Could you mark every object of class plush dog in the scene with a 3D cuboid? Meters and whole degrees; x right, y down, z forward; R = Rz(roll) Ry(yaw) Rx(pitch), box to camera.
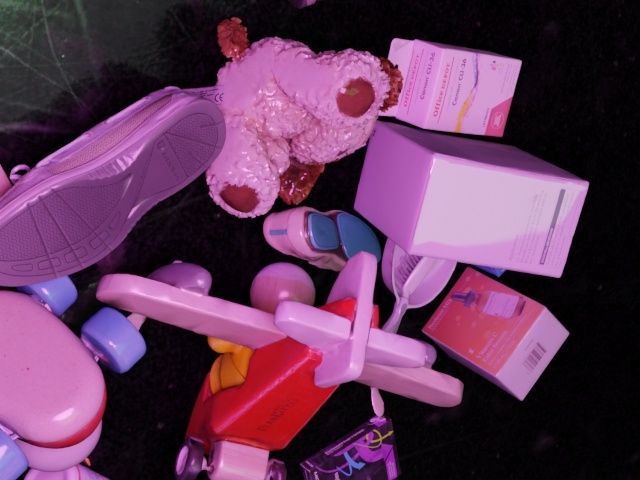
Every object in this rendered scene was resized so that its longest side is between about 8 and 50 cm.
[{"bbox_3d":[-0.021,-0.161,1.374,0.262,0.210,0.225,-41,150,20],"label":"plush dog"}]

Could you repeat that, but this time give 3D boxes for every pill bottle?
[{"bbox_3d":[-0.296,0.336,1.400,0.087,0.087,0.160,-52,137,-8],"label":"pill bottle"}]

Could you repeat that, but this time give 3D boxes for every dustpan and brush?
[{"bbox_3d":[0.128,0.066,1.632,0.147,0.060,0.211,37,84,-41],"label":"dustpan and brush"}]

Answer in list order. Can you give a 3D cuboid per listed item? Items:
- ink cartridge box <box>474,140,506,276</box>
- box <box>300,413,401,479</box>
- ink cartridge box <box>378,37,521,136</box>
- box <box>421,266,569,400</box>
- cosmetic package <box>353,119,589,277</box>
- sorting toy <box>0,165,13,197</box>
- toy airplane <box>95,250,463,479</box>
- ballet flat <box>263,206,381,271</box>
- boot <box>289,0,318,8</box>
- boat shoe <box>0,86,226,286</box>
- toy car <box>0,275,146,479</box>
[{"bbox_3d":[0.260,-0.048,1.685,0.104,0.061,0.181,-41,128,-17],"label":"ink cartridge box"},{"bbox_3d":[0.049,0.354,1.715,0.162,0.029,0.116,-27,123,-25],"label":"box"},{"bbox_3d":[0.179,-0.213,1.549,0.198,0.067,0.115,0,109,-37],"label":"ink cartridge box"},{"bbox_3d":[0.266,0.140,1.697,0.130,0.170,0.091,-54,132,-6],"label":"box"},{"bbox_3d":[0.192,-0.058,1.482,0.224,0.224,0.138,10,103,-19],"label":"cosmetic package"},{"bbox_3d":[-0.429,-0.037,1.181,0.193,0.038,0.208,-36,131,-21],"label":"sorting toy"},{"bbox_3d":[-0.039,0.124,1.378,0.384,0.272,0.386,-12,137,11],"label":"toy airplane"},{"bbox_3d":[0.000,0.000,1.488,0.086,0.086,0.248,-64,153,3],"label":"ballet flat"},{"bbox_3d":[0.051,-0.397,1.332,0.178,0.085,0.236,-14,137,-29],"label":"boot"},{"bbox_3d":[-0.254,-0.067,1.239,0.320,0.103,0.118,-39,134,-19],"label":"boat shoe"},{"bbox_3d":[-0.331,0.185,1.283,0.219,0.210,0.238,-46,159,-27],"label":"toy car"}]
